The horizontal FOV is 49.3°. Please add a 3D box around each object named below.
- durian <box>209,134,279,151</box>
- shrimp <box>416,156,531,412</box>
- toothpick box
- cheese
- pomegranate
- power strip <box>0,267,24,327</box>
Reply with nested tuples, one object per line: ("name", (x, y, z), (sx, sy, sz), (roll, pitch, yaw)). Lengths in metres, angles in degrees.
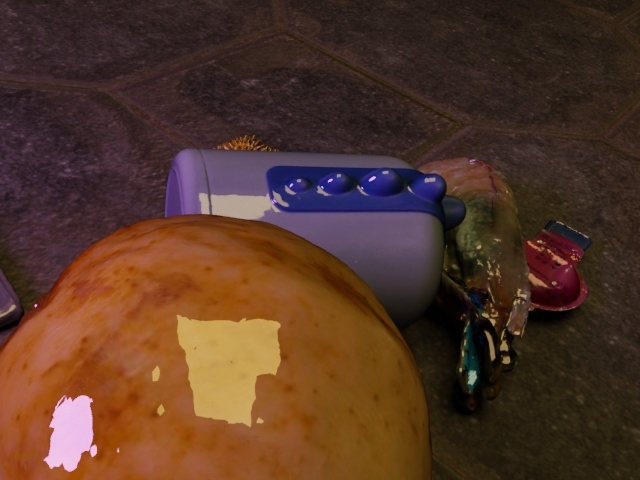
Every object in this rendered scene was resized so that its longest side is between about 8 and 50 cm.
("durian", (-0.104, -0.079, 1.018), (0.158, 0.137, 0.168), (-5, 30, 10))
("shrimp", (0.182, 0.028, 0.976), (0.221, 0.110, 0.446), (-14, 41, 11))
("toothpick box", (0.000, 0.000, 0.853), (0.354, 0.263, 0.263), (-1, 42, -19))
("cheese", (0.339, 0.036, 1.055), (0.155, 0.062, 0.244), (32, 42, 21))
("pomegranate", (-0.066, 0.181, 0.561), (0.409, 0.410, 0.410), (8, 40, -7))
("power strip", (-0.516, 0.035, 0.800), (0.251, 0.092, 0.257), (-22, 55, -39))
